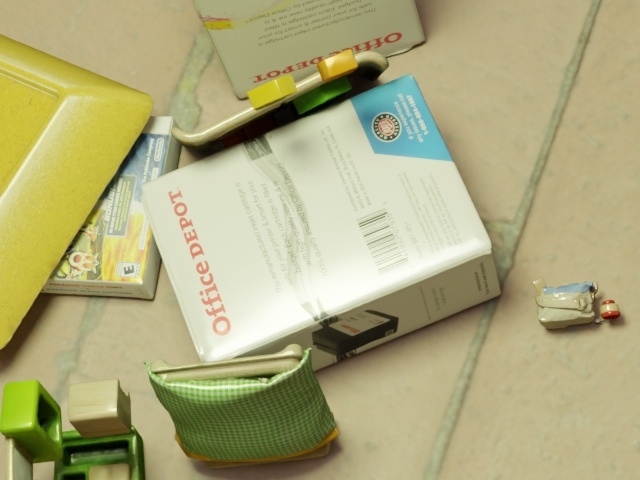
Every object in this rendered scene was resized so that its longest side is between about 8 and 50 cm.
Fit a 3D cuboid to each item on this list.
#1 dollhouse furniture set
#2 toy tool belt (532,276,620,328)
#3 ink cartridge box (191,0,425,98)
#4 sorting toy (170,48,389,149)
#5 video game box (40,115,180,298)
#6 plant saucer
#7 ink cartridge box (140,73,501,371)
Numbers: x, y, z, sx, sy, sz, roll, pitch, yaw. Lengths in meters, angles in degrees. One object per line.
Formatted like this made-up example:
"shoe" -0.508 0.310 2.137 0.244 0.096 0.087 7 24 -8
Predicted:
"dollhouse furniture set" -0.137 0.220 1.782 0.302 0.197 0.151 -7 63 8
"toy tool belt" 0.257 0.057 1.866 0.083 0.052 0.051 -8 72 7
"ink cartridge box" -0.031 -0.303 1.947 0.226 0.306 0.131 -16 63 3
"sorting toy" -0.039 -0.136 1.892 0.229 0.307 0.041 -22 92 -2
"video game box" -0.258 -0.041 2.013 0.187 0.048 0.205 1 65 15
"plant saucer" -0.398 -0.085 2.003 0.333 0.081 0.333 23 75 30
"ink cartridge box" 0.000 0.000 1.897 0.307 0.129 0.223 -22 64 0
